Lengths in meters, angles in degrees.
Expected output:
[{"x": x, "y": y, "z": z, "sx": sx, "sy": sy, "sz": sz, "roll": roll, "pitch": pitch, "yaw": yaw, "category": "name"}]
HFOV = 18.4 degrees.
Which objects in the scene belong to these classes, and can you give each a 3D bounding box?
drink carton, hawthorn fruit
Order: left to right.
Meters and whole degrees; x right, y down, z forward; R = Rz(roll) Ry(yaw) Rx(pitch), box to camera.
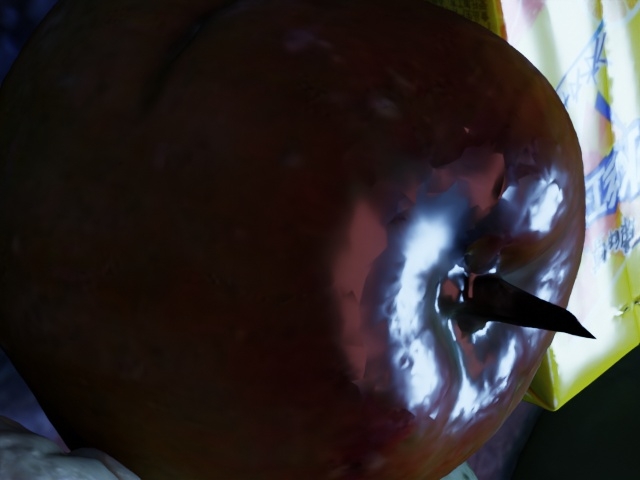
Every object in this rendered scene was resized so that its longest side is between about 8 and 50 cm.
[{"x": 0.000, "y": 0.000, "z": 0.919, "sx": 0.267, "sy": 0.300, "sz": 0.268, "roll": -31, "pitch": 127, "yaw": -53, "category": "hawthorn fruit"}, {"x": 0.121, "y": -0.089, "z": 1.159, "sx": 0.154, "sy": 0.111, "sz": 0.351, "roll": -34, "pitch": 126, "yaw": -33, "category": "drink carton"}]

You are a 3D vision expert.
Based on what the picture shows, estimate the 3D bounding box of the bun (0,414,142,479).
[{"x": -0.144, "y": 0.169, "z": 0.869, "sx": 0.160, "sy": 0.259, "sz": 0.259, "roll": -60, "pitch": 141, "yaw": -47, "category": "bun"}]

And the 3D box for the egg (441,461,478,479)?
[{"x": -0.012, "y": 0.180, "z": 1.059, "sx": 0.228, "sy": 0.177, "sz": 0.177, "roll": -18, "pitch": 116, "yaw": -25, "category": "egg"}]

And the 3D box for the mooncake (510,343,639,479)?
[{"x": 0.281, "y": 0.232, "z": 1.368, "sx": 0.356, "sy": 0.194, "sz": 0.356, "roll": -19, "pitch": 117, "yaw": -42, "category": "mooncake"}]
